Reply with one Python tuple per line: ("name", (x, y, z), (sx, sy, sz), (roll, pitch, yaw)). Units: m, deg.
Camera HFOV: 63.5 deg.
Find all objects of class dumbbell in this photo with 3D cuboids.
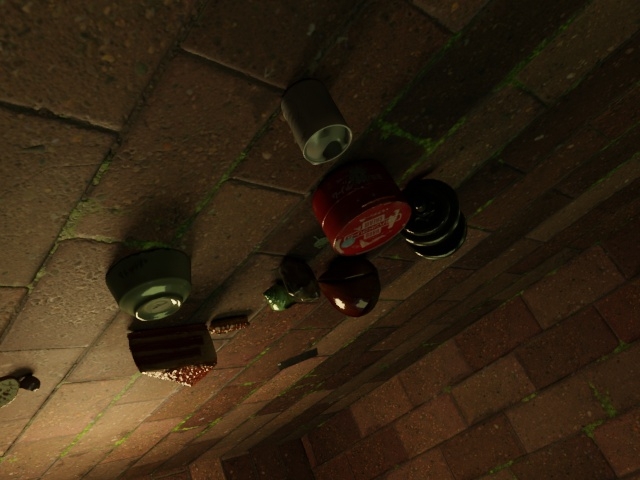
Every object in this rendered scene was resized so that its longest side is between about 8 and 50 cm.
("dumbbell", (0.312, -0.056, 1.471), (0.192, 0.192, 0.290), (-31, 152, 12))

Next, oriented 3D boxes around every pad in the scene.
("pad", (-0.102, 0.543, 2.363), (0.193, 0.004, 0.116), (-21, 152, -9))

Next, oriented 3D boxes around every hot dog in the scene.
("hot dog", (-0.301, 0.283, 1.721), (0.144, 0.038, 0.062), (-5, 146, -34))

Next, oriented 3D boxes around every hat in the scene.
("hat", (-0.858, 0.413, 1.507), (0.087, 0.042, 0.058), (6, 158, 16))

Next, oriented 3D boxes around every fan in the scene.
("fan", (0.000, 0.000, 1.515), (0.056, 0.004, 0.083), (-32, 151, 12))

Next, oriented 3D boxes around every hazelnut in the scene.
("hazelnut", (0.090, 0.149, 1.673), (0.208, 0.208, 0.208), (-19, 152, -11))

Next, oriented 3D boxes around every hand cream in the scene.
("hand cream", (0.101, -0.080, 1.310), (0.230, 0.149, 0.230), (-20, 150, -12))

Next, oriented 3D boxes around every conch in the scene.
("conch", (-0.117, 0.177, 1.652), (0.095, 0.079, 0.200), (-55, 159, 23))

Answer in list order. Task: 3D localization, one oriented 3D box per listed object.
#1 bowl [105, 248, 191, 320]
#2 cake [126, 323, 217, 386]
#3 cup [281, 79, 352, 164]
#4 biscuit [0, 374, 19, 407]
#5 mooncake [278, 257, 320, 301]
("bowl", (-0.413, 0.124, 1.288), (0.211, 0.112, 0.211), (-20, 154, -10))
("cake", (-0.435, 0.335, 1.581), (0.159, 0.158, 0.262), (-34, 150, 7))
("cup", (-0.019, -0.215, 0.994), (0.099, 0.133, 0.136), (3, 142, -43))
("biscuit", (-0.915, 0.354, 1.244), (0.339, 0.047, 0.216), (43, 73, -43))
("mooncake", (-0.060, 0.117, 1.538), (0.073, 0.125, 0.130), (-40, 152, 17))
